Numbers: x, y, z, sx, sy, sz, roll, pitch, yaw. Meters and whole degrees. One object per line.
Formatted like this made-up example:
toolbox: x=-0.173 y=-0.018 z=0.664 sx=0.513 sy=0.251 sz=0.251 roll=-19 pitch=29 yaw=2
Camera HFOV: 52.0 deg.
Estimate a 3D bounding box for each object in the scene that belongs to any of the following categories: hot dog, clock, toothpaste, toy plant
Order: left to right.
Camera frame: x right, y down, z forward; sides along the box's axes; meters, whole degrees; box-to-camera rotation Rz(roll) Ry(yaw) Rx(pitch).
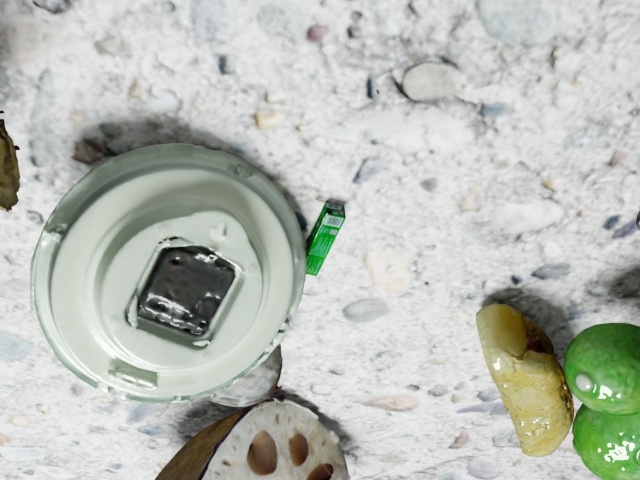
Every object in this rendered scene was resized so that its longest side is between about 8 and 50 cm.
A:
clock: x=-0.116 y=0.039 z=0.551 sx=0.237 sy=0.053 sz=0.236 roll=-6 pitch=107 yaw=-20
toothpaste: x=0.000 y=0.000 z=0.621 sx=0.020 sy=0.017 sz=0.083 roll=12 pitch=133 yaw=-16
hot dog: x=0.235 y=0.157 z=0.732 sx=0.073 sy=0.084 sz=0.242 roll=-20 pitch=131 yaw=12
toy plant: x=0.353 y=0.146 z=0.656 sx=0.235 sy=0.175 sz=0.218 roll=-25 pitch=125 yaw=17

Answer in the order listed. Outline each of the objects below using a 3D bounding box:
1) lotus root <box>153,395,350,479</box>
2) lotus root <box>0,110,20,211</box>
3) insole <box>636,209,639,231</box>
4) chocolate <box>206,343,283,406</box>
lotus root: x=-0.102 y=0.337 z=0.805 sx=0.272 sy=0.272 sz=0.192 roll=35 pitch=140 yaw=-29
lotus root: x=-0.350 y=-0.065 z=0.470 sx=0.315 sy=0.141 sz=0.169 roll=-1 pitch=132 yaw=13
insole: x=0.387 y=-0.101 z=0.534 sx=0.110 sy=0.012 sz=0.309 roll=17 pitch=131 yaw=-18
chocolate: x=-0.137 y=0.092 z=0.648 sx=0.248 sy=0.110 sz=0.110 roll=28 pitch=127 yaw=-32
